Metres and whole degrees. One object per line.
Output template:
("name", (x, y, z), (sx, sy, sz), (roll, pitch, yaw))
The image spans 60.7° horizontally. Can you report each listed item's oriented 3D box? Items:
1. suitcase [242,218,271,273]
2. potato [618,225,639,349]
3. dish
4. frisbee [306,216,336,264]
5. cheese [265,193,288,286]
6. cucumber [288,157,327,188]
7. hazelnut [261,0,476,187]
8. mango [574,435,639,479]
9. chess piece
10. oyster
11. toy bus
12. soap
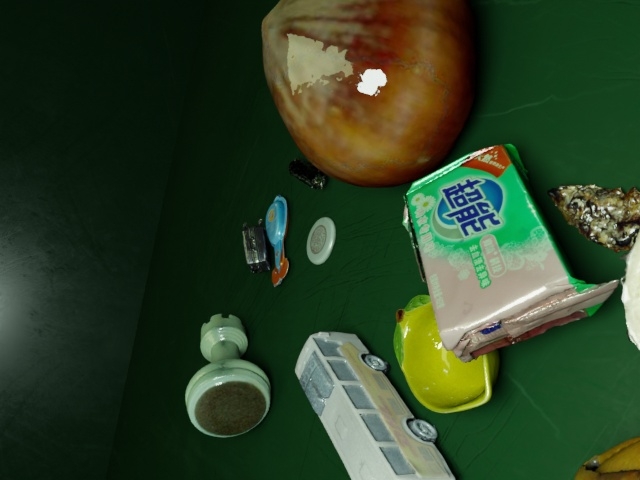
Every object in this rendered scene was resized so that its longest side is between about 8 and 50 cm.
("suitcase", (-0.165, 0.019, 1.422), (0.086, 0.059, 0.126), (78, -179, -70))
("potato", (0.371, 0.033, 0.498), (0.164, 0.080, 0.201), (25, 102, 52))
("dish", (0.187, 0.157, 0.761), (0.149, 0.080, 0.208), (-65, 32, 16))
("frisbee", (0.000, 0.000, 1.227), (0.110, 0.014, 0.110), (-34, 48, 50))
("cheese", (-0.108, -0.007, 1.400), (0.106, 0.037, 0.256), (-44, 43, 46))
("cucumber", (-0.030, -0.159, 1.319), (0.181, 0.053, 0.053), (41, 113, 56))
("hazelnut", (0.087, -0.295, 0.907), (0.359, 0.358, 0.410), (-25, 65, 54))
("mango", (0.317, 0.208, 0.427), (0.236, 0.166, 0.136), (-35, 44, 49))
("chess piece", (-0.231, 0.308, 1.343), (0.195, 0.194, 0.299), (-64, 22, 19))
("oyster", (0.326, -0.030, 0.652), (0.132, 0.029, 0.086), (-1, 77, 60))
("toy bus", (0.070, 0.274, 0.853), (0.342, 0.137, 0.097), (50, 123, 54))
("soap", (0.215, 0.008, 0.692), (0.217, 0.098, 0.274), (-25, 40, 21))
